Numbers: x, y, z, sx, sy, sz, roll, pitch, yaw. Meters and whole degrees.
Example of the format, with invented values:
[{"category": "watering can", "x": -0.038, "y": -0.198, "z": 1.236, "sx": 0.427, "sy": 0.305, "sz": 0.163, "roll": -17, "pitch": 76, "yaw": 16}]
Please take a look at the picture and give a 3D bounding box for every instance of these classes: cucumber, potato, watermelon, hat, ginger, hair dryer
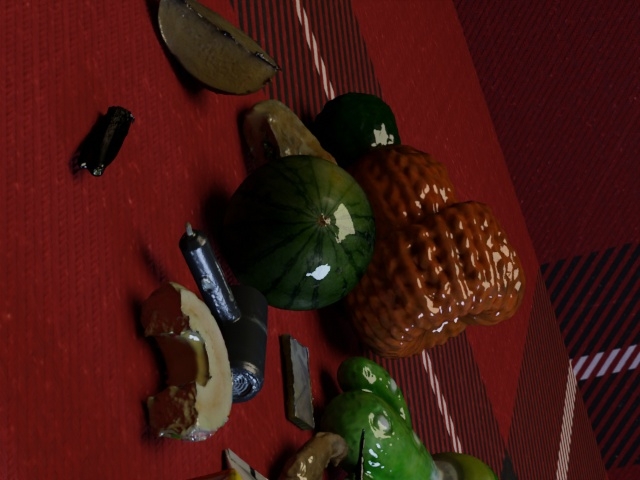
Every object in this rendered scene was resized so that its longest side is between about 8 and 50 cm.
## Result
[{"category": "cucumber", "x": -0.220, "y": -0.099, "z": 1.519, "sx": 0.135, "sy": 0.033, "sz": 0.034, "roll": -73, "pitch": 177, "yaw": -55}, {"category": "potato", "x": -0.143, "y": -0.231, "z": 1.809, "sx": 0.172, "sy": 0.089, "sz": 0.100, "roll": 32, "pitch": 14, "yaw": -20}, {"category": "watermelon", "x": -0.028, "y": -0.007, "z": 1.789, "sx": 0.214, "sy": 0.188, "sz": 0.188, "roll": 150, "pitch": -72, "yaw": -73}, {"category": "hat", "x": 0.134, "y": -0.044, "z": 2.139, "sx": 0.285, "sy": 0.285, "sz": 0.400, "roll": 19, "pitch": 56, "yaw": -69}, {"category": "ginger", "x": -0.002, "y": 0.357, "z": 1.778, "sx": 0.149, "sy": 0.065, "sz": 0.259, "roll": 15, "pitch": 67, "yaw": -55}, {"category": "hair dryer", "x": -0.112, "y": 0.064, "z": 1.606, "sx": 0.124, "sy": 0.071, "sz": 0.219, "roll": -89, "pitch": 165, "yaw": -47}]

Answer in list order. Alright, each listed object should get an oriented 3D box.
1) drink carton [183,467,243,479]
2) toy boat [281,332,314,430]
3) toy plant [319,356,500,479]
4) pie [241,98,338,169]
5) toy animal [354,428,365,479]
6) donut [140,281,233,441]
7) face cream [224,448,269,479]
[{"category": "drink carton", "x": -0.074, "y": 0.373, "z": 1.386, "sx": 0.111, "sy": 0.154, "sz": 0.351, "roll": -86, "pitch": 154, "yaw": -48}, {"category": "toy boat", "x": -0.029, "y": 0.180, "z": 1.892, "sx": 0.063, "sy": 0.016, "sz": 0.115, "roll": 46, "pitch": 35, "yaw": -58}, {"category": "toy plant", "x": 0.105, "y": 0.315, "z": 2.003, "sx": 0.316, "sy": 0.184, "sz": 0.224, "roll": 48, "pitch": 37, "yaw": -26}, {"category": "pie", "x": -0.024, "y": -0.089, "z": 1.980, "sx": 0.218, "sy": 0.052, "sz": 0.185, "roll": 62, "pitch": 21, "yaw": 17}, {"category": "toy animal", "x": 0.072, "y": 0.342, "z": 1.833, "sx": 0.108, "sy": 0.062, "sz": 0.220, "roll": 33, "pitch": 43, "yaw": -56}, {"category": "donut", "x": -0.139, "y": 0.131, "z": 1.526, "sx": 0.108, "sy": 0.065, "sz": 0.166, "roll": 34, "pitch": 43, "yaw": -64}, {"category": "face cream", "x": -0.056, "y": 0.333, "z": 1.583, "sx": 0.092, "sy": 0.058, "sz": 0.244, "roll": 45, "pitch": 19, "yaw": -39}]
